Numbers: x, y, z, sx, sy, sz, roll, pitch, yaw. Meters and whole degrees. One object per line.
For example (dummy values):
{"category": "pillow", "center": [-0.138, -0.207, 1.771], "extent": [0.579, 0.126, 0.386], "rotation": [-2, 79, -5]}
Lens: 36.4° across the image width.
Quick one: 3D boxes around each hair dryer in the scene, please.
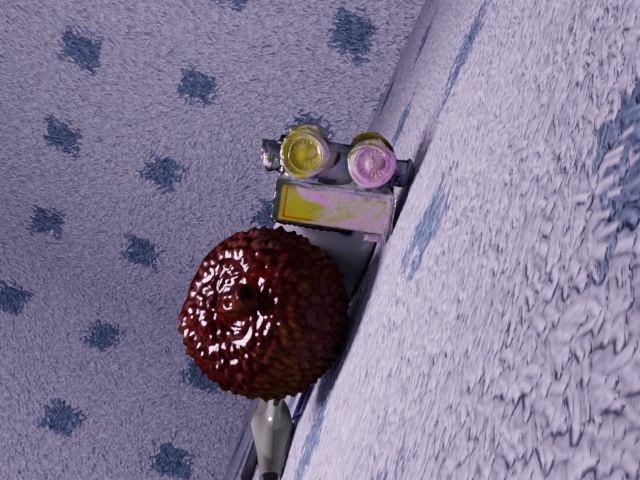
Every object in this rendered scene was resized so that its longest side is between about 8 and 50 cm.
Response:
{"category": "hair dryer", "center": [-0.171, 0.555, 2.470], "extent": [0.173, 0.050, 0.194], "rotation": [129, 158, -85]}
{"category": "hair dryer", "center": [-0.087, 0.351, 1.850], "extent": [0.224, 0.089, 0.218], "rotation": [103, 170, -50]}

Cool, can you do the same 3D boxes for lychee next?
{"category": "lychee", "center": [-0.088, 0.130, 1.672], "extent": [0.306, 0.306, 0.330], "rotation": [-68, -24, -6]}

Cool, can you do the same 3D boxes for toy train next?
{"category": "toy train", "center": [0.023, -0.102, 1.655], "extent": [0.134, 0.261, 0.177], "rotation": [-76, -5, -79]}
{"category": "toy train", "center": [-0.035, 0.313, 1.890], "extent": [0.017, 0.017, 0.083], "rotation": [75, -145, -69]}

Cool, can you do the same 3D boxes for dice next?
{"category": "dice", "center": [0.000, 0.000, 1.879], "extent": [0.193, 0.192, 0.194], "rotation": [113, 176, -51]}
